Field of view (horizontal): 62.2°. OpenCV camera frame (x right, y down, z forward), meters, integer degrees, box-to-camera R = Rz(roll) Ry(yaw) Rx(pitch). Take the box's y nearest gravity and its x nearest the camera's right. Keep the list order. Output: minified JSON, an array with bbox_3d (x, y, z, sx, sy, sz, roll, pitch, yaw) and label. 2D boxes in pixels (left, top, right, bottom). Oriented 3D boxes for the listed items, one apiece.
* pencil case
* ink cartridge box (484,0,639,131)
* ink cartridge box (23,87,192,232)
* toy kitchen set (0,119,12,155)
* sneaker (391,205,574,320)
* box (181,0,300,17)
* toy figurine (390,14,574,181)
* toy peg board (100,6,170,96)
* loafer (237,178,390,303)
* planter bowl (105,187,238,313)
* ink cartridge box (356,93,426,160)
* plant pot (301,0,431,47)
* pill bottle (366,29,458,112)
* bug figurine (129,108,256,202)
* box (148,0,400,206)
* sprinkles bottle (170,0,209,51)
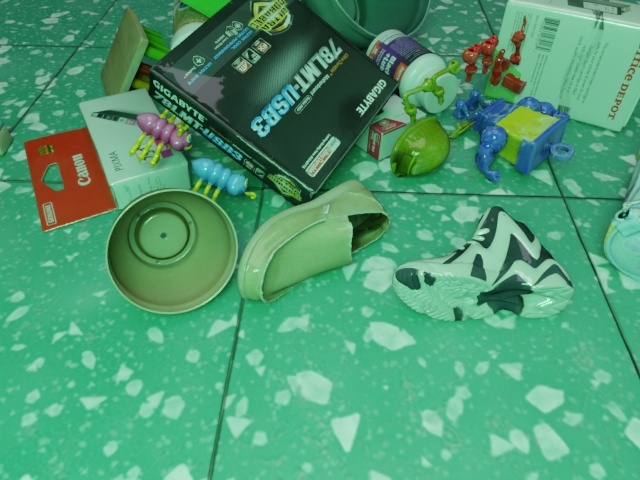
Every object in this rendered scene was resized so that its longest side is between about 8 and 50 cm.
[{"bbox_3d":[0.506,-0.058,0.783,0.124,0.113,0.273,40,53,6],"label":"pencil case"},{"bbox_3d":[0.481,-0.352,1.016,0.272,0.198,0.115,22,48,20],"label":"ink cartridge box"},{"bbox_3d":[-0.379,-0.153,0.913,0.238,0.060,0.275,-19,48,-20],"label":"ink cartridge box"},{"bbox_3d":[-0.622,-0.169,0.850,0.122,0.166,0.207,-3,46,-3],"label":"toy kitchen set"},{"bbox_3d":[0.205,0.021,0.719,0.234,0.094,0.153,-1,44,-2],"label":"sneaker"},{"bbox_3d":[-0.183,-0.564,1.155,0.261,0.127,0.231,23,34,-23],"label":"box"},{"bbox_3d":[0.313,-0.195,0.877,0.362,0.191,0.217,-35,60,-29],"label":"toy figurine"},{"bbox_3d":[-0.368,-0.353,1.070,0.079,0.161,0.161,12,34,-39],"label":"toy peg board"},{"bbox_3d":[0.000,0.000,0.733,0.092,0.102,0.268,28,51,32],"label":"loafer"},{"bbox_3d":[-0.202,0.002,0.707,0.162,0.162,0.109,-19,22,-19],"label":"planter bowl"},{"bbox_3d":[0.102,-0.225,0.983,0.109,0.063,0.150,-28,52,-25],"label":"ink cartridge box"},{"bbox_3d":[0.072,-0.559,1.182,0.293,0.293,0.196,-34,15,-29],"label":"plant pot"},{"bbox_3d":[0.183,-0.335,1.061,0.108,0.108,0.193,-22,49,-20],"label":"pill bottle"},{"bbox_3d":[-0.179,-0.170,0.864,0.216,0.072,0.279,24,37,-8],"label":"bug figurine"},{"bbox_3d":[-0.060,-0.242,0.840,0.293,0.073,0.296,37,60,-2],"label":"box"},{"bbox_3d":[-0.275,-0.486,1.200,0.121,0.121,0.356,-7,45,-7],"label":"sprinkles bottle"}]
